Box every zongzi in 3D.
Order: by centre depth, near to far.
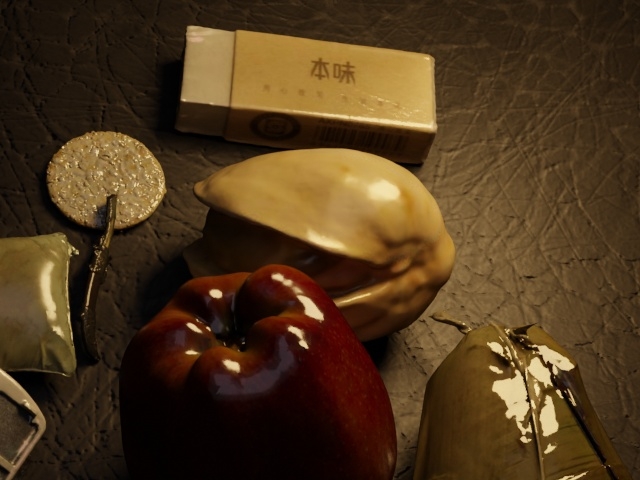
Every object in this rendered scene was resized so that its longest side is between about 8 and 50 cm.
[{"bbox_3d":[0.110,0.289,1.418,0.467,0.218,0.500,-11,62,-24],"label":"zongzi"}]

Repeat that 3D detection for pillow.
[{"bbox_3d":[-0.425,0.077,1.534,0.302,0.075,0.185,-2,63,-13],"label":"pillow"}]

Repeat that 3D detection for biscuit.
[{"bbox_3d":[-0.271,-0.075,1.698,0.152,0.020,0.152,4,60,-7],"label":"biscuit"}]

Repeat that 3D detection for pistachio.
[{"bbox_3d":[0.000,0.000,1.596,0.321,0.229,0.238,9,14,-1],"label":"pistachio"}]

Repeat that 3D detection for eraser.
[{"bbox_3d":[-0.018,-0.197,1.800,0.343,0.078,0.144,6,56,-9],"label":"eraser"}]

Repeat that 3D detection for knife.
[{"bbox_3d":[-0.268,0.036,1.608,0.021,0.045,0.222,-12,59,25],"label":"knife"}]

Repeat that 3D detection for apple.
[{"bbox_3d":[-0.066,0.190,1.396,0.288,0.316,0.288,-8,38,7],"label":"apple"}]

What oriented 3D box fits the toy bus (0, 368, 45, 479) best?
[{"bbox_3d":[-0.416,0.280,1.375,0.138,0.097,0.342,41,55,-15],"label":"toy bus"}]
